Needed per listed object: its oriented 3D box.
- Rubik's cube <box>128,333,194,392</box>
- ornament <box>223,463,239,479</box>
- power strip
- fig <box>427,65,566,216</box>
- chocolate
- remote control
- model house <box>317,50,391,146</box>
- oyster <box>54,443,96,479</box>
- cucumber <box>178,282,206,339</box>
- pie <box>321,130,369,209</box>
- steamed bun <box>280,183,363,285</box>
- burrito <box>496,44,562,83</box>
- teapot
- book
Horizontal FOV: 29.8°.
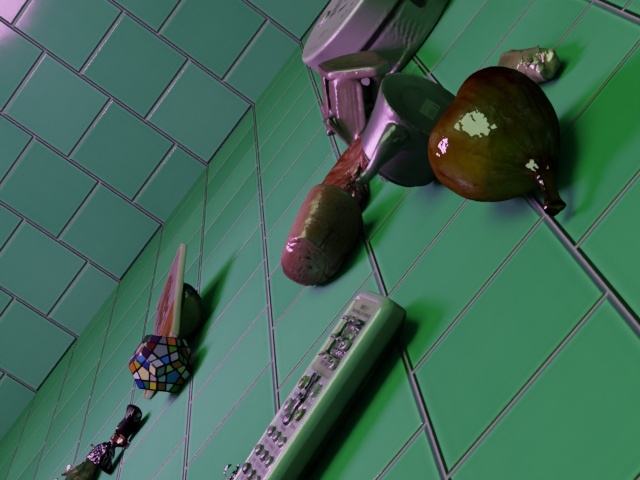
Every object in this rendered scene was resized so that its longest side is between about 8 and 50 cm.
[{"bbox_3d":[-0.318,0.246,2.411,0.133,0.133,0.112,-54,39,4],"label":"Rubik's cube"},{"bbox_3d":[-0.152,0.379,1.745,0.125,0.028,0.073,-61,16,-15],"label":"ornament"},{"bbox_3d":[0.122,-0.476,2.535,0.357,0.161,0.357,-50,15,19],"label":"power strip"},{"bbox_3d":[0.226,-0.104,1.442,0.170,0.145,0.274,-53,28,13],"label":"fig"},{"bbox_3d":[-0.416,0.411,2.489,0.147,0.070,0.072,-47,2,-10],"label":"chocolate"},{"bbox_3d":[-0.002,0.218,1.550,0.335,0.065,0.128,-56,12,-5],"label":"remote control"},{"bbox_3d":[0.062,-0.268,2.328,0.229,0.122,0.188,-127,38,-72],"label":"model house"},{"bbox_3d":[-0.520,0.520,2.550,0.133,0.072,0.209,-55,-7,23],"label":"oyster"},{"bbox_3d":[-0.286,0.158,2.608,0.115,0.062,0.116,-149,74,-78],"label":"cucumber"},{"bbox_3d":[0.058,-0.114,2.134,0.219,0.054,0.204,-60,16,-22],"label":"pie"},{"bbox_3d":[0.000,0.000,1.979,0.175,0.106,0.145,123,170,-65],"label":"steamed bun"},{"bbox_3d":[0.291,-0.249,1.711,0.058,0.045,0.188,-49,12,-4],"label":"burrito"},{"bbox_3d":[0.136,-0.148,1.813,0.239,0.162,0.149,-33,-22,-53],"label":"teapot"},{"bbox_3d":[-0.336,0.173,2.623,0.295,0.020,0.208,-92,22,-51],"label":"book"}]
